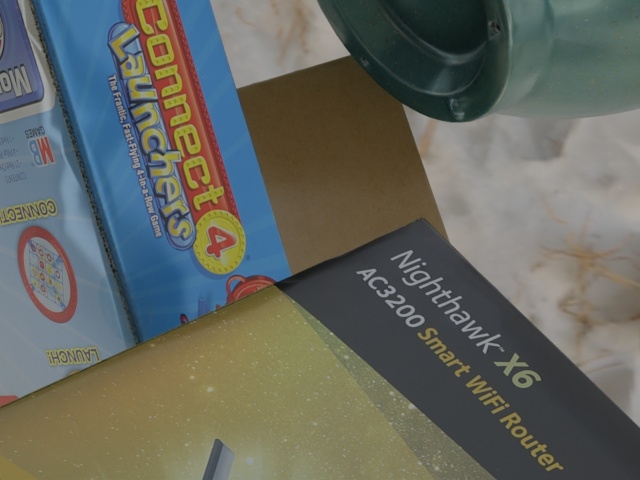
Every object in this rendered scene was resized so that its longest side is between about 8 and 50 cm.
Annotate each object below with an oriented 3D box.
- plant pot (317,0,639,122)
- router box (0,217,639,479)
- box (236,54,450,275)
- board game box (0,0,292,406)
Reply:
[{"bbox_3d":[0.110,-0.184,0.937,0.196,0.293,0.293,-35,67,-25],"label":"plant pot"},{"bbox_3d":[0.019,0.148,0.504,0.309,0.243,0.081,46,150,38],"label":"router box"},{"bbox_3d":[0.000,0.000,1.002,0.021,0.164,0.201,-17,92,62],"label":"box"},{"bbox_3d":[-0.141,0.023,0.797,0.308,0.086,0.302,-7,102,50],"label":"board game box"}]
